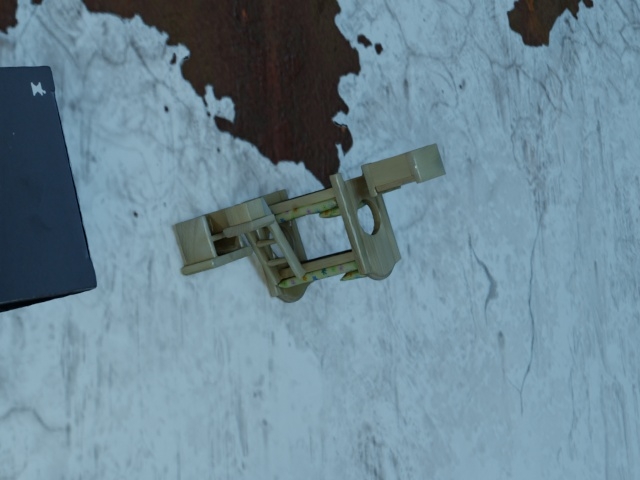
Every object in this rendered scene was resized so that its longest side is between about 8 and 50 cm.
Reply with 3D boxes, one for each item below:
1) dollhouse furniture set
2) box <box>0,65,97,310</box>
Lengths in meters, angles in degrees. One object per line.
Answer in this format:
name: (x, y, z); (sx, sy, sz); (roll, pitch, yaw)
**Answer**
dollhouse furniture set: (0.000, 0.000, 1.429); (0.161, 0.182, 0.101); (-20, 94, -52)
box: (-0.264, -0.018, 1.094); (0.108, 0.207, 0.153); (-10, 86, -52)
